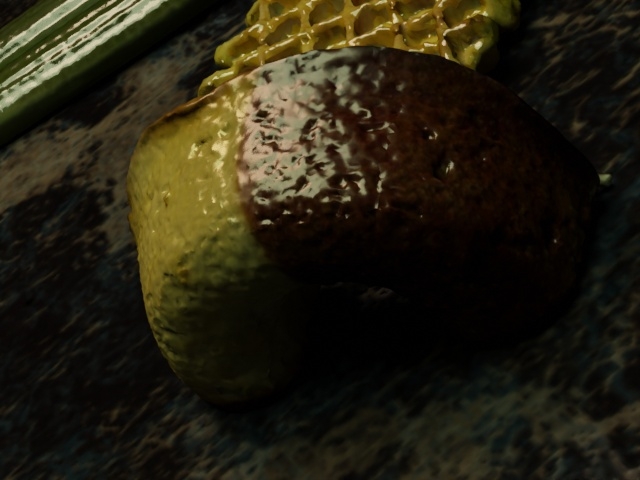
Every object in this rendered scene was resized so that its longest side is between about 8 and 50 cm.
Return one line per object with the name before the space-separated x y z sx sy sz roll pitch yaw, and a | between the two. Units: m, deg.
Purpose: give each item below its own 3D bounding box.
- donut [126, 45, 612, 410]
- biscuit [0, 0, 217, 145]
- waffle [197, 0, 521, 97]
donut | -0.002 0.000 0.806 0.217 0.141 0.085 -21 45 28
biscuit | -0.092 -0.168 1.144 0.322 0.038 0.099 -33 38 4
waffle | 0.021 -0.104 0.974 0.191 0.038 0.191 -22 38 19
